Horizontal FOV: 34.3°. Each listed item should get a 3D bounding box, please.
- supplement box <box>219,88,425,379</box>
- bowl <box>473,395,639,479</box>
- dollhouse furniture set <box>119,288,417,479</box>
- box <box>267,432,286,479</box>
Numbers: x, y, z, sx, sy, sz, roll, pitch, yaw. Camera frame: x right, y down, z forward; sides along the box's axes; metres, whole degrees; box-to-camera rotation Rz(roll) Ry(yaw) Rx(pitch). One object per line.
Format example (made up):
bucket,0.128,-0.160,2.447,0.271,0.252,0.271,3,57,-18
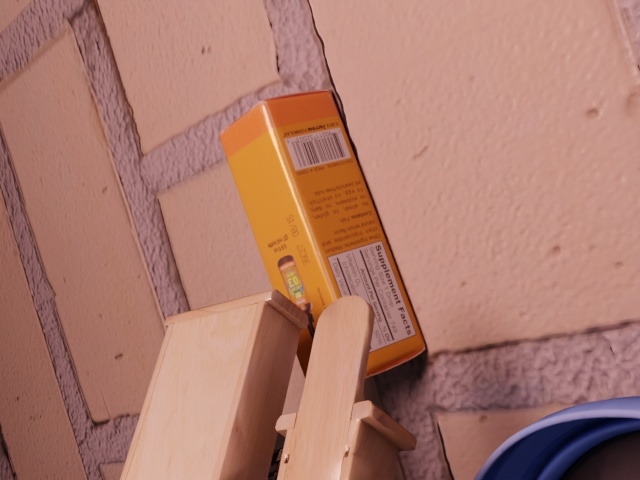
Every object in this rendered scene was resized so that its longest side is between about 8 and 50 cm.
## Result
supplement box,0.000,0.000,0.845,0.078,0.080,0.233,-25,81,52
bowl,0.247,0.279,0.637,0.391,0.077,0.391,20,117,46
dollhouse furniture set,0.024,0.205,0.844,0.303,0.355,0.173,-16,48,36
box,-0.076,0.197,1.026,0.083,0.052,0.062,45,133,30
